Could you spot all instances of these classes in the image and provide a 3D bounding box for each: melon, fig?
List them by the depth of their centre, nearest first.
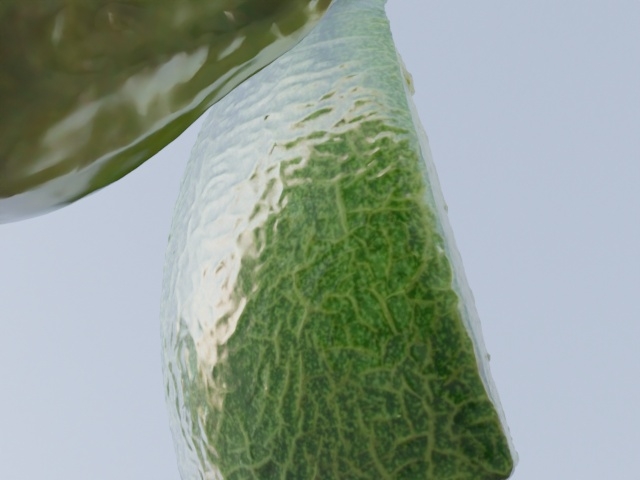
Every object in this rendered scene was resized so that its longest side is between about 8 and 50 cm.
[{"bbox_3d":[-0.127,-0.080,0.497,0.233,0.167,0.167,4,-59,-34],"label":"fig"},{"bbox_3d":[0.000,0.000,0.736,0.196,0.124,0.323,-24,-115,34],"label":"melon"}]
